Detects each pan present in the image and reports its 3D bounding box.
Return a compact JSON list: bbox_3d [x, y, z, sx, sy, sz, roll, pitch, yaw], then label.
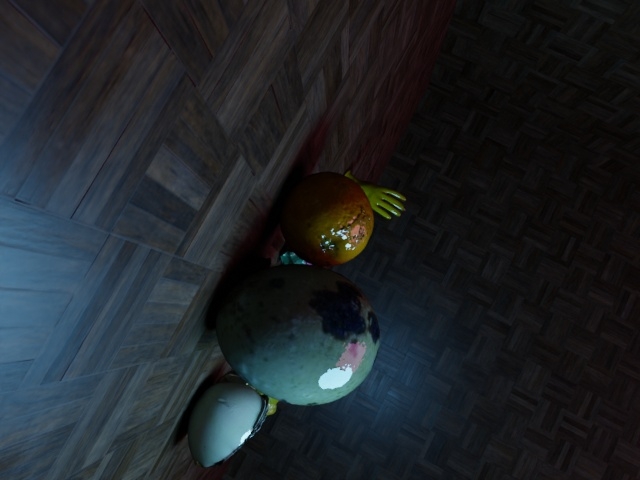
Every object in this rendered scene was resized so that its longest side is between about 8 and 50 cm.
[{"bbox_3d":[-0.199,0.150,1.309,0.136,0.028,0.235,48,67,-82],"label":"pan"}]

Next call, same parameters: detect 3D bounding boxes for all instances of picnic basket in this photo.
[{"bbox_3d":[-0.318,0.528,1.642,0.115,0.079,0.164,-64,173,-2],"label":"picnic basket"}]

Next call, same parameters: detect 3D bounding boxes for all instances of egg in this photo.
[{"bbox_3d":[-0.054,0.226,1.191,0.345,0.427,0.345,-44,-146,40],"label":"egg"},{"bbox_3d":[-0.305,0.523,1.424,0.286,0.174,0.264,-36,-171,49],"label":"egg"}]

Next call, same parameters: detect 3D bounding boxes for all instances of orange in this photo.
[{"bbox_3d":[0.016,-0.055,1.237,0.246,0.246,0.246,-61,173,-14],"label":"orange"}]

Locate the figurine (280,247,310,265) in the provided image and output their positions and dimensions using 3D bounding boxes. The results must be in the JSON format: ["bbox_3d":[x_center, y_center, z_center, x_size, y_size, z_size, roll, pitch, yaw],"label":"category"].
[{"bbox_3d":[-0.082,0.057,1.583,0.102,0.111,0.195,-49,178,1],"label":"figurine"}]

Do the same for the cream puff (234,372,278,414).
[{"bbox_3d":[-0.248,0.557,1.795,0.194,0.221,0.195,-17,150,-10],"label":"cream puff"}]

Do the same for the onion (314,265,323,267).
[{"bbox_3d":[-0.049,0.126,1.896,0.131,0.131,0.131,-61,173,-14],"label":"onion"}]

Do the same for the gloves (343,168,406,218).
[{"bbox_3d":[0.219,-0.182,1.993,0.133,0.294,0.116,-61,172,-16],"label":"gloves"}]
